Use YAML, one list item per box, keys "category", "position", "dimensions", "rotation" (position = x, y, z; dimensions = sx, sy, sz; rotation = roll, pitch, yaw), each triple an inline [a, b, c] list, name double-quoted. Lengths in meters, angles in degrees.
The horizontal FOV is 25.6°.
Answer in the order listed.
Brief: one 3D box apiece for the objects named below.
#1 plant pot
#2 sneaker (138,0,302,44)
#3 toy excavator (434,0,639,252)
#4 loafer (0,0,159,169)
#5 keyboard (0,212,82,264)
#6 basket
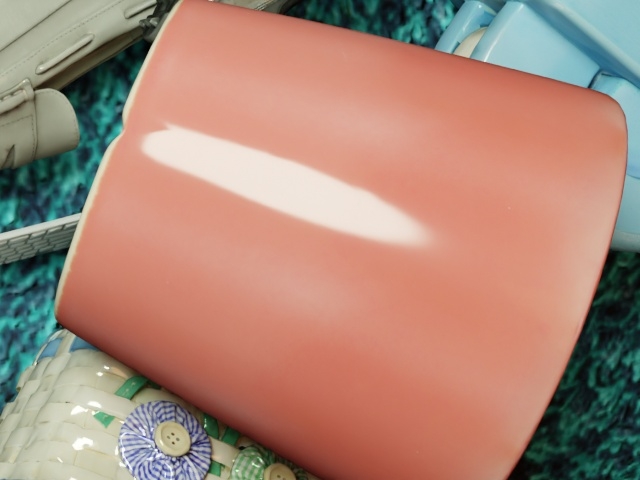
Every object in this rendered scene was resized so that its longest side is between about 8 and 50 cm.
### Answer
- category: "plant pot"
  position: [0.000, 0.000, 0.782]
  dimensions: [0.243, 0.275, 0.275]
  rotation: [21, 81, -5]
- category: "sneaker"
  position: [-0.017, -0.207, 0.873]
  dimensions: [0.106, 0.078, 0.234]
  rotation: [26, 89, -20]
- category: "toy excavator"
  position: [0.136, -0.080, 0.992]
  dimensions: [0.433, 0.222, 0.445]
  rotation: [33, 87, -21]
- category: "loafer"
  position: [-0.198, -0.090, 0.873]
  dimensions: [0.111, 0.112, 0.319]
  rotation: [45, 72, -10]
- category: "keyboard"
  position: [-0.269, 0.024, 0.863]
  dimensions: [0.256, 0.072, 0.014]
  rotation: [-16, 86, -24]
- category: "basket"
  position: [-0.119, 0.202, 0.863]
  dimensions: [0.255, 0.201, 0.289]
  rotation: [23, 71, -25]
